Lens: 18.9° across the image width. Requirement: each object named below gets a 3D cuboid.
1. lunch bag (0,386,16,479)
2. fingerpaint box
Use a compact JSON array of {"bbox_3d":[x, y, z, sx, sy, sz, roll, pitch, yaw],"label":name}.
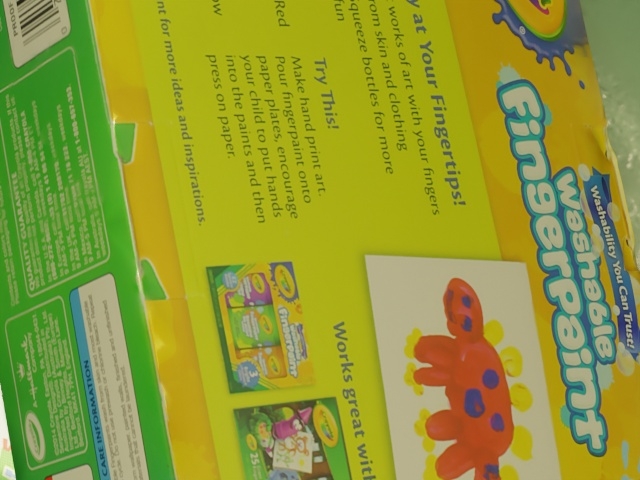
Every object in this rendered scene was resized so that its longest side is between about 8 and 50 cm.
[{"bbox_3d":[-0.285,0.093,1.199,0.328,0.239,0.385,-35,94,-1],"label":"lunch bag"},{"bbox_3d":[0.000,0.000,1.101,0.371,0.163,0.445,-3,77,-40],"label":"fingerpaint box"}]
